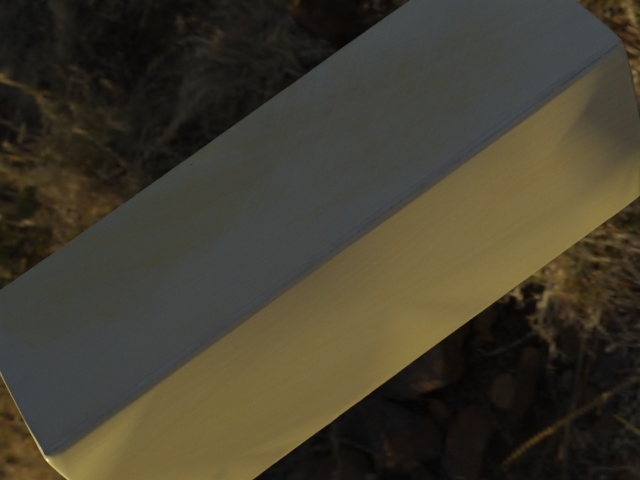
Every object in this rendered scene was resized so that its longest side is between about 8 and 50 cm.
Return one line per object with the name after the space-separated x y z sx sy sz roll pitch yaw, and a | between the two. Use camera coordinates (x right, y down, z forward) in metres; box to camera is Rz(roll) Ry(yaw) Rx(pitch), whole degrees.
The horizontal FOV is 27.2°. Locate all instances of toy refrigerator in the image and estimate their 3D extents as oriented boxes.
0.000 0.000 0.559 0.269 0.102 0.094 -36 53 -3 | toy refrigerator
